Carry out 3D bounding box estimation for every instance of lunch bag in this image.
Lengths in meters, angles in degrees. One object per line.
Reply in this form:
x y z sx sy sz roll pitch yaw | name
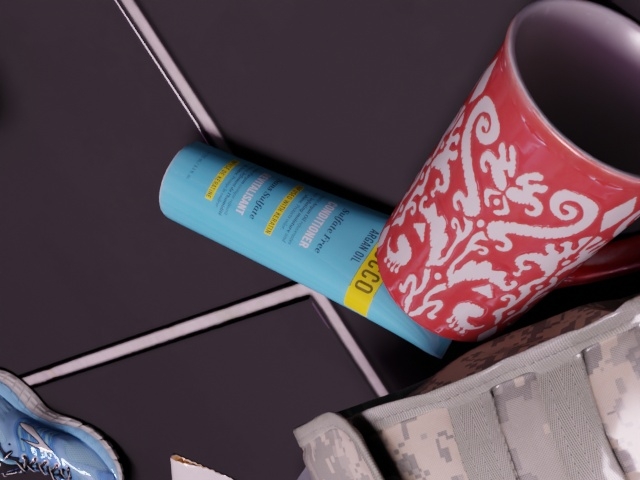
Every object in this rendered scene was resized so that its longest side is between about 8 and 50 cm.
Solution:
0.123 0.169 0.685 0.287 0.169 0.235 -28 82 34 | lunch bag

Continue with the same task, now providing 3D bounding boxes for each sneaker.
-0.235 0.178 1.045 0.162 0.073 0.063 30 133 11 | sneaker

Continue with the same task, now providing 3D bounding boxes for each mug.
0.118 -0.015 0.656 0.150 0.113 0.169 40 137 4 | mug

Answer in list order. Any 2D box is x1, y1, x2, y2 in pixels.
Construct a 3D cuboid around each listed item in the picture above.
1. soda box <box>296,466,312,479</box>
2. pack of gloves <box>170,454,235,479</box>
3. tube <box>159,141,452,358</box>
0.077 0.201 0.864 0.216 0.069 0.074 -3 119 33 | soda box
-0.048 0.303 1.034 0.195 0.046 0.232 20 130 19 | pack of gloves
0.000 0.000 0.771 0.207 0.080 0.052 23 156 21 | tube
